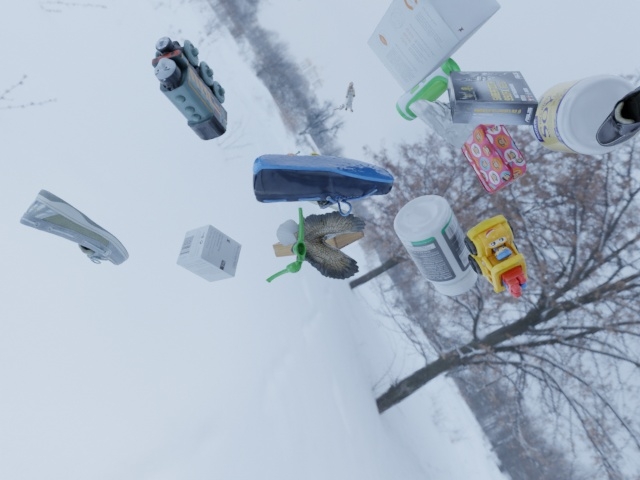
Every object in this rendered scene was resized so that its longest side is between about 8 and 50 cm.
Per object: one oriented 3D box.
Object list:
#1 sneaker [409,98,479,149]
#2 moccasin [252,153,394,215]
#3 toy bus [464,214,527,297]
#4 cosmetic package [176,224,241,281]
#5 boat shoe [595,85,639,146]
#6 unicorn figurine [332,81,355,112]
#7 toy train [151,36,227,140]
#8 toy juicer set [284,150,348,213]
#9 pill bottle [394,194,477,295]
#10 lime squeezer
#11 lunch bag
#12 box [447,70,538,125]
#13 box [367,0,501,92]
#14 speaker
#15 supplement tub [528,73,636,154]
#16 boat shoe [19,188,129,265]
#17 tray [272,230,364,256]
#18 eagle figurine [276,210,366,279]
[{"bbox_3d":[0.379,-0.381,1.262,0.292,0.169,0.108,9,38,-50],"label":"sneaker"},{"bbox_3d":[0.005,-0.136,1.065,0.138,0.341,0.117,-107,-156,-59],"label":"moccasin"},{"bbox_3d":[0.566,0.065,1.380,0.220,0.149,0.211,59,8,-43],"label":"toy bus"},{"bbox_3d":[-0.442,0.055,1.770,0.183,0.151,0.151,38,50,-43],"label":"cosmetic package"},{"bbox_3d":[0.802,-0.331,1.141,0.285,0.092,0.103,108,-35,-73],"label":"boat shoe"},{"bbox_3d":[0.112,-0.574,1.818,0.060,0.162,0.111,17,36,-16],"label":"unicorn figurine"},{"bbox_3d":[-0.404,-0.471,1.399,0.334,0.142,0.190,55,25,-61],"label":"toy train"},{"bbox_3d":[-0.030,-0.228,1.567,0.209,0.090,0.329,7,37,-32],"label":"toy juicer set"},{"bbox_3d":[0.426,0.028,1.591,0.361,0.204,0.204,52,8,-35],"label":"pill bottle"},{"bbox_3d":[-0.094,0.043,1.567,0.058,0.311,0.110,10,24,-38],"label":"lime squeezer"},{"bbox_3d":[0.749,-0.365,1.954,0.293,0.120,0.258,63,-12,11],"label":"lunch bag"},{"bbox_3d":[0.416,-0.359,1.099,0.231,0.182,0.056,-74,165,-51],"label":"box"},{"bbox_3d":[0.311,-0.625,1.295,0.215,0.168,0.345,50,-12,-5],"label":"box"},{"bbox_3d":[0.469,-0.664,1.946,0.131,0.296,0.131,20,52,-28],"label":"speaker"},{"bbox_3d":[0.858,-0.415,1.481,0.241,0.241,0.331,58,11,-9],"label":"supplement tub"},{"bbox_3d":[-0.644,-0.010,1.185,0.118,0.103,0.320,24,-20,24],"label":"boat shoe"},{"bbox_3d":[-0.016,0.004,2.079,0.202,0.410,0.076,-25,103,-44],"label":"tray"},{"bbox_3d":[0.008,-0.006,1.677,0.298,0.225,0.226,18,-33,44],"label":"eagle figurine"}]
